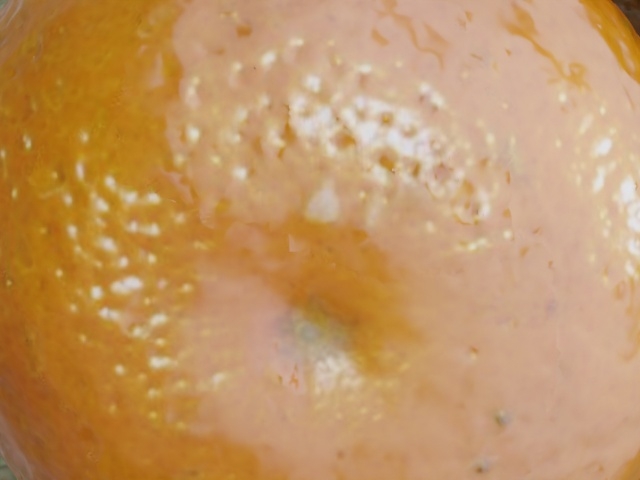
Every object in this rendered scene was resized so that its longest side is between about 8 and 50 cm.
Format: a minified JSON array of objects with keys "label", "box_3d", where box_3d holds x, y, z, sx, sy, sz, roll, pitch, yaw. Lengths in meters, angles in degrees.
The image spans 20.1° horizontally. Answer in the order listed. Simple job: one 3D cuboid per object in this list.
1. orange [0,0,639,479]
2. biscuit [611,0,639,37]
[{"label":"orange","box_3d":[0.000,0.000,0.986,0.424,0.424,0.326,62,13,-13]},{"label":"biscuit","box_3d":[0.336,-0.115,1.156,0.395,0.343,0.166,33,60,-14]}]
